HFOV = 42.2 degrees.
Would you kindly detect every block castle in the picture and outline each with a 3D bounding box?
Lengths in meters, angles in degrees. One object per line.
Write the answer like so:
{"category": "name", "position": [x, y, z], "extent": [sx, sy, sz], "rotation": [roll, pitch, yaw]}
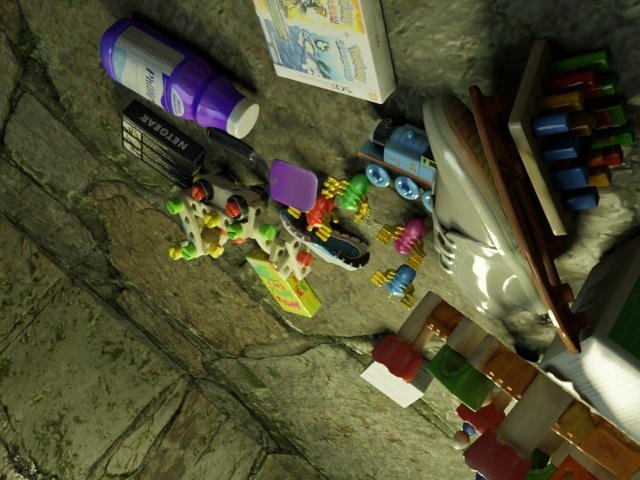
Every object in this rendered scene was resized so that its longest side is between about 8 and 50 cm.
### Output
{"category": "block castle", "position": [0.278, 0.286, 1.291], "extent": [0.303, 0.212, 0.453], "rotation": [36, -178, -21]}

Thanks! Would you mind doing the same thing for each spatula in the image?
{"category": "spatula", "position": [-0.112, -0.138, 1.458], "extent": [0.296, 0.030, 0.084], "rotation": [36, 134, 38]}

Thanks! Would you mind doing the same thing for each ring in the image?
{"category": "ring", "position": [0.249, -0.030, 0.971], "extent": [0.032, 0.336, 0.336], "rotation": [-21, 126, 18]}

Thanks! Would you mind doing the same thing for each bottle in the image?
{"category": "bottle", "position": [-0.235, -0.266, 1.387], "extent": [0.283, 0.092, 0.118], "rotation": [32, 152, 13]}

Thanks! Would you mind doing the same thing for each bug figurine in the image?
{"category": "bug figurine", "position": [0.084, -0.013, 1.422], "extent": [0.279, 0.072, 0.216], "rotation": [41, 148, 4]}

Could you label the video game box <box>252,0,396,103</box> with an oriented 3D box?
{"category": "video game box", "position": [-0.001, -0.289, 1.106], "extent": [0.187, 0.048, 0.205], "rotation": [19, 149, 29]}

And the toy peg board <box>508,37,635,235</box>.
{"category": "toy peg board", "position": [0.284, -0.120, 0.909], "extent": [0.079, 0.160, 0.161], "rotation": [-8, 130, 34]}

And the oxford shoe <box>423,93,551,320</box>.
{"category": "oxford shoe", "position": [0.204, -0.015, 1.083], "extent": [0.130, 0.169, 0.449], "rotation": [-16, 145, 18]}

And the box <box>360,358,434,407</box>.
{"category": "box", "position": [0.171, 0.289, 1.806], "extent": [0.126, 0.072, 0.137], "rotation": [36, 154, 3]}

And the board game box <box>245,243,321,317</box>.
{"category": "board game box", "position": [-0.081, 0.089, 1.831], "extent": [0.092, 0.043, 0.181], "rotation": [10, 143, 44]}

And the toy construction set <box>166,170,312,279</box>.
{"category": "toy construction set", "position": [-0.171, -0.022, 1.640], "extent": [0.328, 0.151, 0.214], "rotation": [15, 122, 25]}

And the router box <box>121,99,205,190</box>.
{"category": "router box", "position": [-0.321, -0.187, 1.680], "extent": [0.179, 0.046, 0.133], "rotation": [35, 154, 5]}

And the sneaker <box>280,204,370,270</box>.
{"category": "sneaker", "position": [0.000, 0.000, 1.558], "extent": [0.191, 0.071, 0.083], "rotation": [37, 160, 2]}

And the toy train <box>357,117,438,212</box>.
{"category": "toy train", "position": [0.140, -0.113, 1.187], "extent": [0.184, 0.080, 0.105], "rotation": [28, 144, 24]}

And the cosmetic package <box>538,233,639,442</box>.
{"category": "cosmetic package", "position": [0.500, 0.183, 1.075], "extent": [0.366, 0.197, 0.155], "rotation": [35, 153, 3]}
